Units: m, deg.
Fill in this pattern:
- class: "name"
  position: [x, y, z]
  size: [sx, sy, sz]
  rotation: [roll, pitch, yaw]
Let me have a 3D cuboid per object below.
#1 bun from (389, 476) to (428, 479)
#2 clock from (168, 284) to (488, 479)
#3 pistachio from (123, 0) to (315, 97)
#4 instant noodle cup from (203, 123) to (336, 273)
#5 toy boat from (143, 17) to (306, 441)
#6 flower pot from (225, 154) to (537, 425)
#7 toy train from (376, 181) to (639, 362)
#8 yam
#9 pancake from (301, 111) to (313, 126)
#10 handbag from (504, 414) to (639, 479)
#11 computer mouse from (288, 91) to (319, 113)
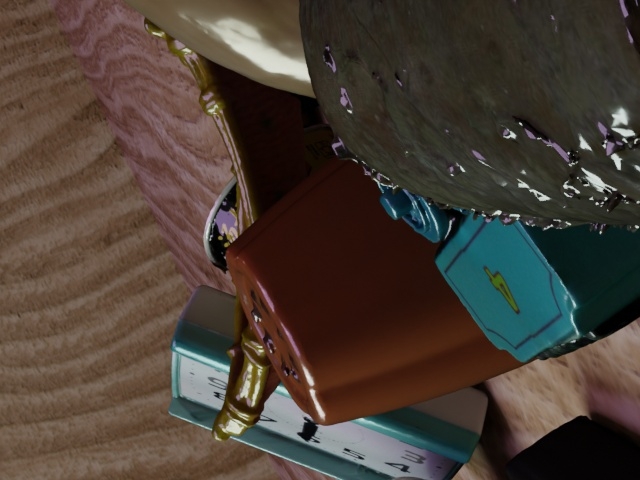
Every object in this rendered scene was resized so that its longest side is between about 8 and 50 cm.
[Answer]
- class: "bun"
  position: [0.070, 0.285, 1.218]
  size: [0.120, 0.173, 0.173]
  rotation: [32, 157, 20]
- class: "clock"
  position: [0.006, 0.122, 1.293]
  size: [0.262, 0.116, 0.231]
  rotation: [20, 158, 2]
- class: "pistachio"
  position: [-0.044, -0.192, 0.761]
  size: [0.293, 0.162, 0.181]
  rotation: [45, 135, -7]
- class: "instant noodle cup"
  position: [0.000, 0.000, 1.178]
  size: [0.122, 0.151, 0.151]
  rotation: [45, 161, 30]
- class: "toy boat"
  position: [-0.053, -0.010, 1.059]
  size: [0.141, 0.099, 0.318]
  rotation: [-103, 6, -72]
- class: "flower pot"
  position: [0.043, 0.023, 0.948]
  size: [0.191, 0.173, 0.191]
  rotation: [57, 166, 23]
- class: "toy train"
  position: [0.106, -0.021, 0.742]
  size: [0.154, 0.107, 0.198]
  rotation: [54, 168, 5]
- class: "yam"
  position: [0.094, -0.085, 0.480]
  size: [0.168, 0.168, 0.304]
  rotation: [65, 170, -8]
- class: "pancake"
  position: [-0.100, -0.245, 1.302]
  size: [0.427, 0.066, 0.305]
  rotation: [62, 176, 0]
- class: "handbag"
  position: [0.212, 0.236, 0.901]
  size: [0.223, 0.080, 0.247]
  rotation: [66, 169, -15]
- class: "computer mouse"
  position: [-0.074, -0.212, 1.078]
  size: [0.269, 0.100, 0.170]
  rotation: [53, 161, -22]
